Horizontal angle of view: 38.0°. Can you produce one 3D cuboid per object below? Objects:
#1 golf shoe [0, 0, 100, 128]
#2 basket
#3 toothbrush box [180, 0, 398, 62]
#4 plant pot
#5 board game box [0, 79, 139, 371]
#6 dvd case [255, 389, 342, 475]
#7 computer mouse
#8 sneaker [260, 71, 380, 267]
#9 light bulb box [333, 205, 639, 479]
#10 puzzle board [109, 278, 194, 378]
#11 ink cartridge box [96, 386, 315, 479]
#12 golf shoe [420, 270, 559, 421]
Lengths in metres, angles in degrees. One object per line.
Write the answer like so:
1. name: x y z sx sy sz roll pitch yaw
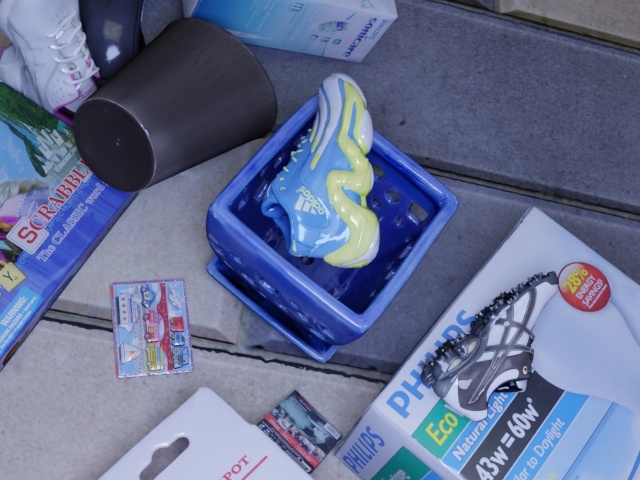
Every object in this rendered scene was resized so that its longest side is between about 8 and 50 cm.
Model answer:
1. golf shoe: -0.325 -0.244 1.163 0.140 0.306 0.115 41 66 -1
2. basket: -0.195 -0.167 1.205 0.204 0.154 0.227 41 43 2
3. toothbrush box: -0.054 -0.405 1.383 0.296 0.126 0.216 6 63 -26
4. plant pot: 0.000 0.000 1.182 0.236 0.212 0.236 37 62 5
5. board game box: -0.440 -0.045 1.154 0.318 0.066 0.318 33 61 -4
6. dvd case: -0.026 0.236 1.136 0.087 0.013 0.119 43 25 7
7. computer mouse: -0.331 -0.344 1.293 0.184 0.060 0.261 4 62 -10
8. sneaker: -0.006 -0.085 1.049 0.126 0.091 0.240 -2 67 -15
9. light bulb box: 0.274 0.220 1.130 0.361 0.225 0.358 38 62 10
10. puzzle board: -0.215 0.110 1.186 0.097 0.011 0.128 -3 65 -16
11. ink cartridge box: -0.076 0.356 1.028 0.353 0.119 0.207 41 61 17
12. golf shoe: 0.201 0.114 1.010 0.198 0.077 0.094 -39 85 -19
